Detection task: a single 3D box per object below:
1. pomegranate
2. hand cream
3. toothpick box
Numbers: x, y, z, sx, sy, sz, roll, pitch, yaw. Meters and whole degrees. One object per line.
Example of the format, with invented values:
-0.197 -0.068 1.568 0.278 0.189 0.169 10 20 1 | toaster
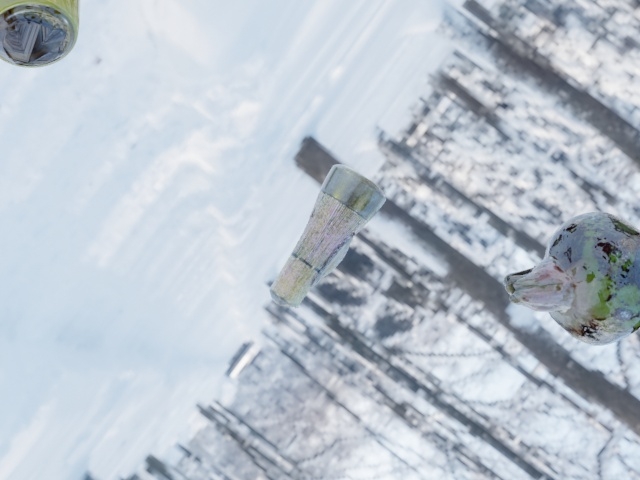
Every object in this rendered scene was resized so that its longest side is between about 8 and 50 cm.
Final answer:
0.269 0.038 1.157 0.125 0.163 0.138 -80 172 -69 | pomegranate
0.000 0.000 1.468 0.203 0.084 0.084 -56 178 -2 | hand cream
-0.464 -0.403 1.756 0.175 0.175 0.271 -55 -140 41 | toothpick box
